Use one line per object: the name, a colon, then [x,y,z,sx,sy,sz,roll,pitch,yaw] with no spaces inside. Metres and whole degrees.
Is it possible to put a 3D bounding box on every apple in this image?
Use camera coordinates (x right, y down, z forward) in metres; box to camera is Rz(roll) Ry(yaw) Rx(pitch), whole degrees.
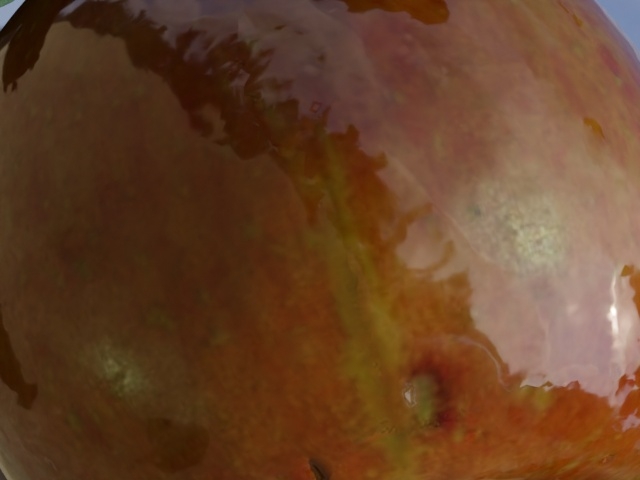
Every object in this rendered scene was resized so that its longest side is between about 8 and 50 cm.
apple: [0.000,0.000,0.405,0.196,0.196,0.196,43,-15,14]

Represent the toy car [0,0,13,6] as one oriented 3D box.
toy car: [-0.154,-0.158,0.544,0.058,0.093,0.186,41,-15,54]
